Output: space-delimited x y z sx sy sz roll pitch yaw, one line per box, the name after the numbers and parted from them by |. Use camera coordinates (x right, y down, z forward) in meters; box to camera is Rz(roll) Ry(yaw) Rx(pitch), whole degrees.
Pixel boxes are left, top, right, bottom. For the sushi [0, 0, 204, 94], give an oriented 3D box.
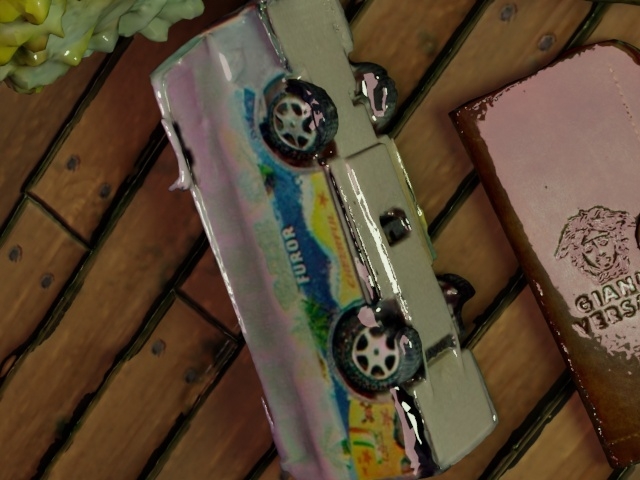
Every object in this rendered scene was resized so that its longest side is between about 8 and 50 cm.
-0.104 -0.276 1.004 0.396 0.351 0.240 -44 84 20 | sushi

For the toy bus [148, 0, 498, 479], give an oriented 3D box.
0.000 0.000 1.158 0.138 0.112 0.317 -18 93 33 | toy bus

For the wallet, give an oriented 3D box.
0.189 0.006 1.124 0.137 0.031 0.255 -25 91 23 | wallet

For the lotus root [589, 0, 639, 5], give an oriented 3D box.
0.178 -0.205 1.016 0.183 0.078 0.203 -14 124 12 | lotus root
